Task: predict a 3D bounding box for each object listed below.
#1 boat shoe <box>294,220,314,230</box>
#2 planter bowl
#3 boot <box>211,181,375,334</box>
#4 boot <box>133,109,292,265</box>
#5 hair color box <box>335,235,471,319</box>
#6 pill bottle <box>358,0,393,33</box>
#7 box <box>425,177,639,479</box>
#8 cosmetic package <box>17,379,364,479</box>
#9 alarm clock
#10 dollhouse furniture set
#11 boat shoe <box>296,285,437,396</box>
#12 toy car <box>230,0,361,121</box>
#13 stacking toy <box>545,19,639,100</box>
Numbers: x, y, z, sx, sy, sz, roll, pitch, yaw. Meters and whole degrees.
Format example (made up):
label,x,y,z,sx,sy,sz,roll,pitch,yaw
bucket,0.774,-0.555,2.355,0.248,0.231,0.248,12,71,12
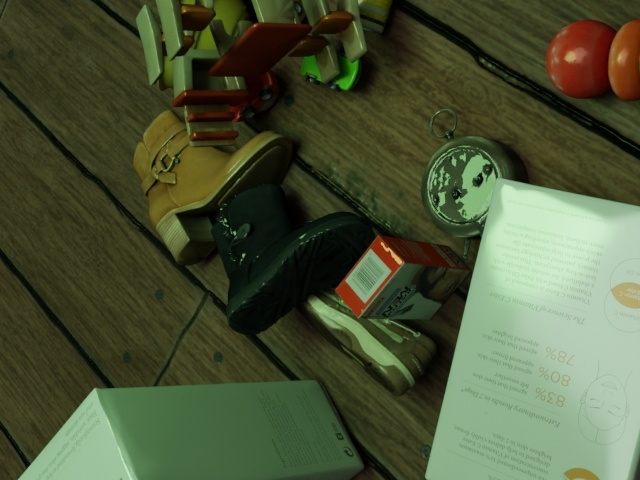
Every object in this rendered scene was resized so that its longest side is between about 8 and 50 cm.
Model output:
label,x,y,z,sx,sy,sz,roll,pitch,yaw
boat shoe,0.000,0.000,1.222,0.125,0.038,0.046,20,99,35
planter bowl,-0.166,-0.314,1.303,0.090,0.217,0.217,21,102,-3
boot,-0.050,-0.013,1.177,0.246,0.094,0.207,-39,42,23
boot,-0.180,-0.125,1.335,0.283,0.109,0.220,-48,58,32
hair color box,0.106,0.049,1.062,0.053,0.167,0.093,49,114,29
pill bottle,0.072,-0.349,1.175,0.065,0.065,0.116,24,102,35
box,0.279,0.126,0.932,0.215,0.168,0.345,16,96,35
cosmetic package,-0.155,0.300,1.096,0.217,0.385,0.156,-46,56,25
alarm clock,0.183,-0.084,1.083,0.129,0.064,0.192,-33,66,30
dollhouse furniture set,-0.104,-0.227,1.123,0.259,0.262,0.135,-25,74,59
boat shoe,0.056,0.106,1.161,0.095,0.095,0.257,-42,50,-13
toy car,-0.024,-0.263,1.248,0.225,0.053,0.238,26,103,34
stacking toy,0.396,-0.190,0.905,0.330,0.141,0.141,13,95,43
